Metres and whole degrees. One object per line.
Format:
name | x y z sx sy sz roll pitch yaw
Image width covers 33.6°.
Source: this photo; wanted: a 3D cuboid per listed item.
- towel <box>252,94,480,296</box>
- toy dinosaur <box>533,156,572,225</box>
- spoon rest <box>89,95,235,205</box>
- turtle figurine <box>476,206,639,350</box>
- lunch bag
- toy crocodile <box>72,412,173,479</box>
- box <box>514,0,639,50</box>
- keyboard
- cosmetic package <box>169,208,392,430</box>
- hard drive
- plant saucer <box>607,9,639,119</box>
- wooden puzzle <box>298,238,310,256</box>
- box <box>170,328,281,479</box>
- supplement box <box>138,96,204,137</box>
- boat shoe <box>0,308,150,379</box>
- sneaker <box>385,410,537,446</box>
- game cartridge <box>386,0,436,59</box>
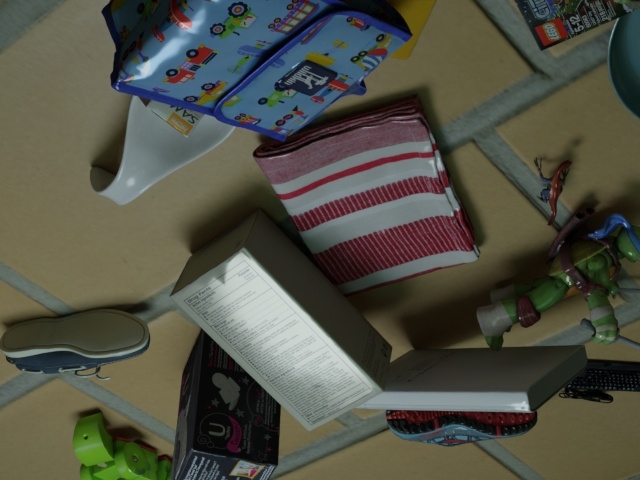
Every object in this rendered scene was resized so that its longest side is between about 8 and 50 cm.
towel | 0.076 -0.046 1.501 0.237 0.037 0.329 -16 135 14
toy dinosaur | 0.329 -0.076 1.458 0.047 0.090 0.082 -16 169 -6
spoon rest | -0.211 -0.131 1.378 0.137 0.084 0.276 28 131 -27
turtle figurine | 0.388 0.106 1.559 0.266 0.198 0.275 -23 129 28
lunch bag | -0.059 -0.230 1.195 0.293 0.138 0.221 21 132 -40
toy crocodile | -0.336 0.431 1.981 0.115 0.105 0.340 -26 136 25
box | 0.266 -0.328 1.138 0.159 0.044 0.233 -22 133 21
keyboard | 0.486 0.251 1.832 0.192 0.038 0.100 4 137 -4
cosmetic package | -0.053 0.122 1.567 0.160 0.113 0.309 -32 111 28
hard drive | 0.222 0.208 1.612 0.307 0.203 0.040 -6 101 38
plant saucer | 0.505 -0.256 1.281 0.317 0.044 0.318 0 137 0
wooden puzzle | 0.000 0.000 1.577 0.049 0.006 0.083 20 133 -21
box | -0.153 0.283 1.704 0.142 0.247 0.163 14 135 -13
supplement box | -0.180 -0.163 1.259 0.062 0.098 0.036 36 94 -24
boat shoe | -0.386 0.173 1.695 0.254 0.095 0.079 -8 135 10
sneaker | 0.247 0.308 1.867 0.261 0.104 0.125 0 155 5
game cartridge | -0.003 -0.354 1.170 0.323 0.053 0.285 11 136 -15
